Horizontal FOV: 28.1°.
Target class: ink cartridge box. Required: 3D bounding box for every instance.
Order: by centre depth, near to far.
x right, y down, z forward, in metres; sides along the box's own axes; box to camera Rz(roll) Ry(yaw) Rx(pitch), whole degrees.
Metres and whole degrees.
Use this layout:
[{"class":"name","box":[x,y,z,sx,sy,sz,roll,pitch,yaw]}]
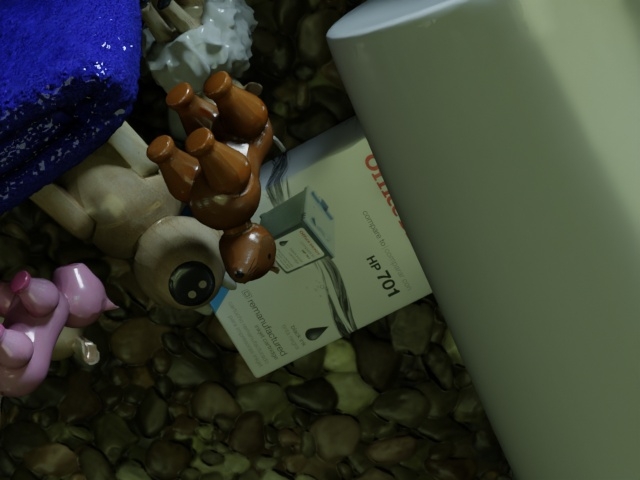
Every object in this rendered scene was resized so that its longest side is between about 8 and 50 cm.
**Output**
[{"class":"ink cartridge box","box":[0.000,0.000,1.008,0.191,0.082,0.139,-27,105,15]}]

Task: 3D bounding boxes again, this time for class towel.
[{"class":"towel","box":[-0.223,-0.126,0.863,0.228,0.308,0.076,-33,124,15]}]

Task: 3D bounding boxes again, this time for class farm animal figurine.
[{"class":"farm animal figurine","box":[-0.156,-0.004,0.907,0.330,0.326,0.172,-32,131,12]}]

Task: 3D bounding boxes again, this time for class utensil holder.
[{"class":"utensil holder","box":[0.215,-0.025,0.854,0.328,0.327,0.385,-23,104,13]}]
